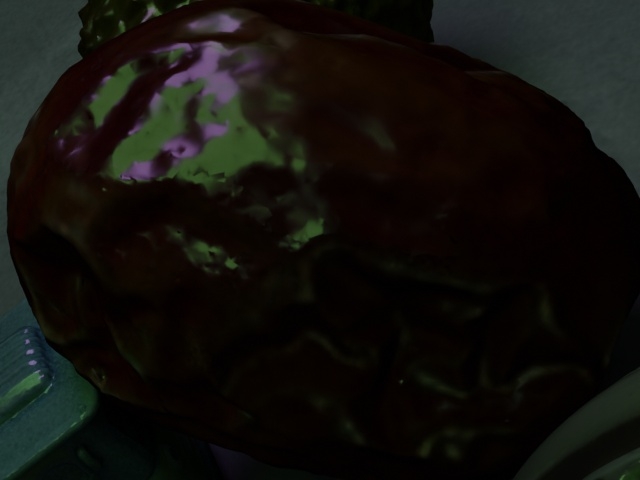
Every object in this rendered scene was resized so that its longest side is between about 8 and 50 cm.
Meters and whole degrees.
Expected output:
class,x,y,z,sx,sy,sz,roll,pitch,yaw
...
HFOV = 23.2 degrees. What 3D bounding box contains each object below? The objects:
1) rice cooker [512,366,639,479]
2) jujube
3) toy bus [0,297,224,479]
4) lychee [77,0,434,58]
class,x,y,z,sx,sy,sz,roll,pitch,yaw
rice cooker,0.214,0.222,0.568,0.335,0.335,0.325,-23,42,22
jujube,-0.001,-0.002,0.942,0.377,0.276,0.276,17,58,3
toy bus,-0.237,0.202,1.071,0.312,0.190,0.152,-38,38,5
lychee,-0.049,-0.139,1.174,0.320,0.270,0.270,124,160,-48
